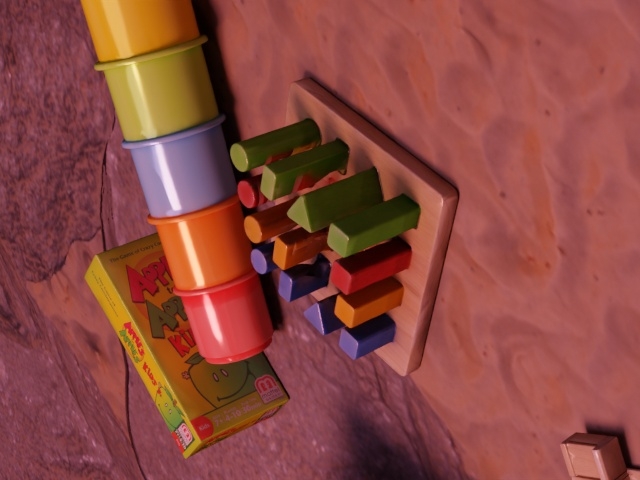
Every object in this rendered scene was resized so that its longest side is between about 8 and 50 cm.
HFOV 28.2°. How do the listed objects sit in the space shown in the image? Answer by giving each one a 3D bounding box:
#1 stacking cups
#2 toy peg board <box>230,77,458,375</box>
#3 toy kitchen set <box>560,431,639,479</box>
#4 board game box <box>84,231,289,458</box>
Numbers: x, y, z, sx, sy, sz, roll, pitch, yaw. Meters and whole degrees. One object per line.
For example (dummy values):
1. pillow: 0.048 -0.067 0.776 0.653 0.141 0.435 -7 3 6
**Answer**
1. stacking cups: -0.109 -0.059 1.005 0.096 0.096 0.316 9 118 52
2. toy peg board: 0.000 0.000 0.887 0.161 0.079 0.161 41 138 35
3. toy kitchen set: 0.166 0.168 0.751 0.068 0.075 0.083 -4 109 54
4. board game box: -0.114 0.081 1.079 0.181 0.092 0.043 59 146 14
